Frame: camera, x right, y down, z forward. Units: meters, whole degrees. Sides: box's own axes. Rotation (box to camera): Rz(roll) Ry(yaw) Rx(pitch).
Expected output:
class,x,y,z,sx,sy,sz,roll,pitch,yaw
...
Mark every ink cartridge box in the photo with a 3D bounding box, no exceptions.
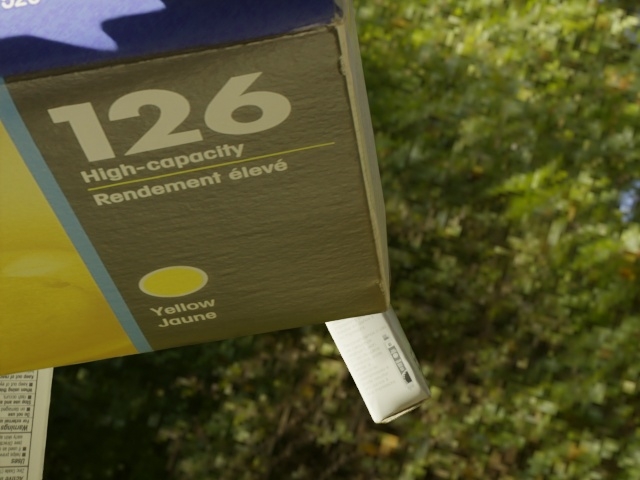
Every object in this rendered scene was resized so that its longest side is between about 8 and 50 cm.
class,x,y,z,sx,sy,sz,roll,pitch,yaw
ink cartridge box,-0.135,-0.035,0.512,0.304,0.072,0.307,-8,-25,4
ink cartridge box,0.000,0.000,1.020,0.224,0.045,0.223,62,1,-8

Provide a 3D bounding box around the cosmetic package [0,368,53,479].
class,x,y,z,sx,sy,sz,roll,pitch,yaw
cosmetic package,-0.300,0.072,1.141,0.153,0.296,0.129,6,0,-37
